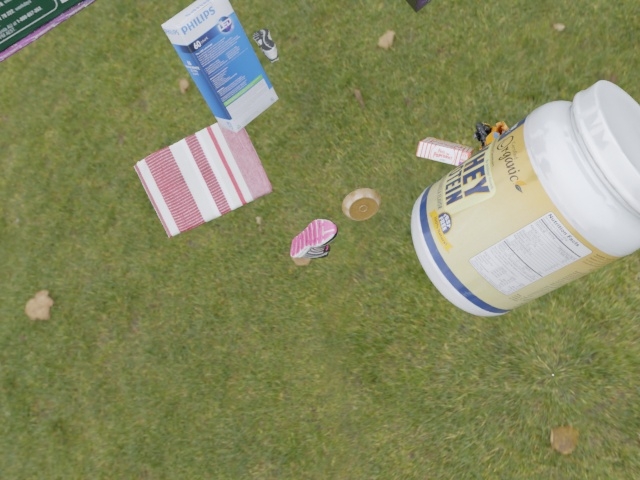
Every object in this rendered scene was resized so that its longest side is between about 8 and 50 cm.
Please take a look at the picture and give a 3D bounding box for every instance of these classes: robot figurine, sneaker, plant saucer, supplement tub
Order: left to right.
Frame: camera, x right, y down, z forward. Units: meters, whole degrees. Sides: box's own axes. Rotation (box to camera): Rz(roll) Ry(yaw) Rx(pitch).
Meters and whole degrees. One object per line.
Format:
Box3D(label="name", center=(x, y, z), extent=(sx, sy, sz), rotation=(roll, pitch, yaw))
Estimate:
Box3D(label="sneaker", center=(-0.123, -0.441, 1.406), extent=(0.040, 0.043, 0.109), rotation=(-24, 49, 3))
Box3D(label="sneaker", center=(0.000, 0.000, 1.418), extent=(0.170, 0.075, 0.063), rotation=(-34, 52, 51))
Box3D(label="plant saucer", center=(0.085, -0.068, 1.249), extent=(0.083, 0.083, 0.015), rotation=(-29, 41, 13))
Box3D(label="robot figurine", center=(0.508, -0.228, 1.713), extent=(0.085, 0.291, 0.211), rotation=(-34, 110, 31))
Box3D(label="supplement tub", center=(0.307, -0.050, 0.869), extent=(0.316, 0.228, 0.228), rotation=(-38, 65, 41))

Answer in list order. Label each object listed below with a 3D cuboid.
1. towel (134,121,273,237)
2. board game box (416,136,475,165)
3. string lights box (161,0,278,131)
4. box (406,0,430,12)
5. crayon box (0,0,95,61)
Box3D(label="towel", center=(-0.325, -0.177, 1.729), extent=(0.329, 0.037, 0.237), rotation=(-24, 95, 8))
Box3D(label="board game box", center=(0.365, -0.257, 1.797), extent=(0.147, 0.193, 0.045), rotation=(16, 107, 13))
Box3D(label="string lights box", center=(-0.210, -0.381, 1.340), extent=(0.133, 0.259, 0.077), rotation=(-43, 39, -19))
Box3D(label="box", center=(0.344, -0.845, 1.934), extent=(0.184, 0.261, 0.103), rotation=(-40, 86, 7))
Box3D(label="crayon box", center=(-0.370, -0.232, 0.523), extent=(0.313, 0.106, 0.363), rotation=(31, 63, 32))
